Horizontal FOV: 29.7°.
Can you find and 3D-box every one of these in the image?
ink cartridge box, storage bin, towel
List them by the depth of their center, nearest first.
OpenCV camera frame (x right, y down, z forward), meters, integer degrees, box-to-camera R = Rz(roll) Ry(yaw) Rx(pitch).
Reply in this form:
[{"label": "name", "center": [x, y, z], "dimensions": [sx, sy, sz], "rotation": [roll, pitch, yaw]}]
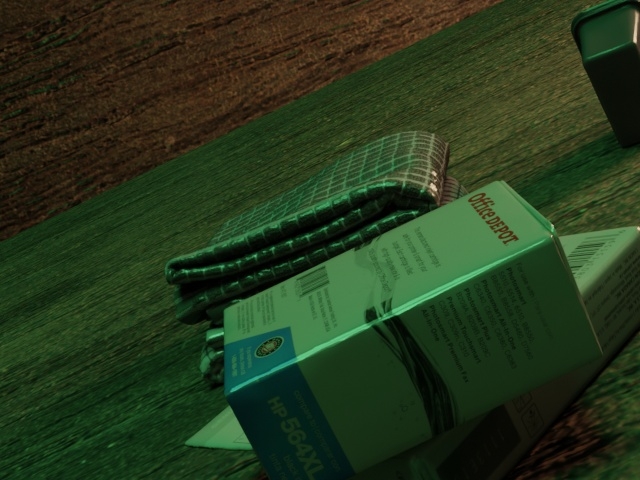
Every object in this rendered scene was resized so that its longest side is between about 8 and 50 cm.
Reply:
[{"label": "ink cartridge box", "center": [0.048, 0.055, 0.729], "dimensions": [0.203, 0.086, 0.148], "rotation": [-25, 15, 3]}, {"label": "ink cartridge box", "center": [0.073, 0.090, 0.850], "dimensions": [0.275, 0.060, 0.239], "rotation": [-38, 17, -37]}, {"label": "towel", "center": [0.000, 0.000, 1.174], "dimensions": [0.283, 0.121, 0.235], "rotation": [-23, 14, 13]}, {"label": "storage bin", "center": [0.315, -0.166, 1.213], "dimensions": [0.098, 0.135, 0.091], "rotation": [-19, 27, 25]}]
